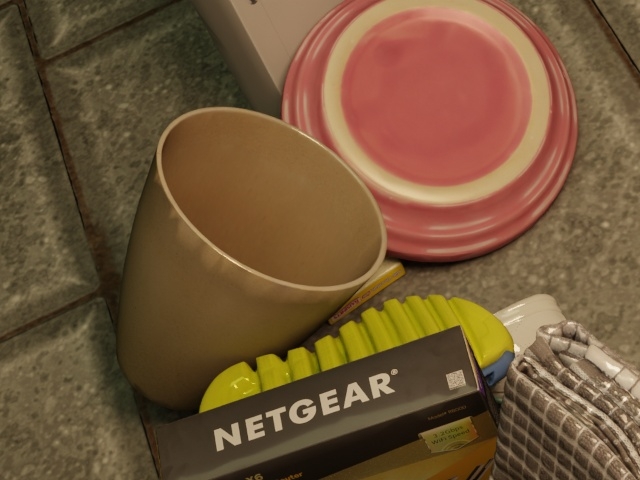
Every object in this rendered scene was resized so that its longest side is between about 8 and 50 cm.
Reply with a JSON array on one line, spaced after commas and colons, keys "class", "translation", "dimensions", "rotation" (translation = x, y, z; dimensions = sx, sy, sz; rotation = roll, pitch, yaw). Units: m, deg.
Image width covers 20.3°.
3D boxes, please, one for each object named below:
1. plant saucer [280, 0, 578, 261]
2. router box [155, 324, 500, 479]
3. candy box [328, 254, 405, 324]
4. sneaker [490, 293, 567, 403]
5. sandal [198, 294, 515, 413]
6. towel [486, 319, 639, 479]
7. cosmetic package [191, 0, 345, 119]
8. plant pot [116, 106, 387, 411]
[{"class": "plant saucer", "translation": [0.123, -0.144, 1.960], "dimensions": [0.332, 0.084, 0.332], "rotation": [1, 73, -3]}, {"class": "router box", "translation": [0.030, 0.223, 1.707], "dimensions": [0.308, 0.243, 0.081], "rotation": [-20, 49, 8]}, {"class": "candy box", "translation": [0.000, 0.000, 2.035], "dimensions": [0.105, 0.027, 0.206], "rotation": [-33, 49, -8]}, {"class": "sneaker", "translation": [0.165, 0.138, 1.834], "dimensions": [0.212, 0.080, 0.094], "rotation": [-27, 60, -1]}, {"class": "sandal", "translation": [0.046, 0.156, 1.785], "dimensions": [0.317, 0.138, 0.126], "rotation": [-18, 38, 11]}, {"class": "towel", "translation": [0.242, 0.225, 1.395], "dimensions": [0.121, 0.235, 0.283], "rotation": [-30, 51, -28]}, {"class": "cosmetic package", "translation": [-0.007, -0.314, 2.050], "dimensions": [0.097, 0.377, 0.284], "rotation": [29, 69, 39]}, {"class": "plant pot", "translation": [-0.105, 0.045, 1.877], "dimensions": [0.256, 0.274, 0.256], "rotation": [20, 39, -17]}]
